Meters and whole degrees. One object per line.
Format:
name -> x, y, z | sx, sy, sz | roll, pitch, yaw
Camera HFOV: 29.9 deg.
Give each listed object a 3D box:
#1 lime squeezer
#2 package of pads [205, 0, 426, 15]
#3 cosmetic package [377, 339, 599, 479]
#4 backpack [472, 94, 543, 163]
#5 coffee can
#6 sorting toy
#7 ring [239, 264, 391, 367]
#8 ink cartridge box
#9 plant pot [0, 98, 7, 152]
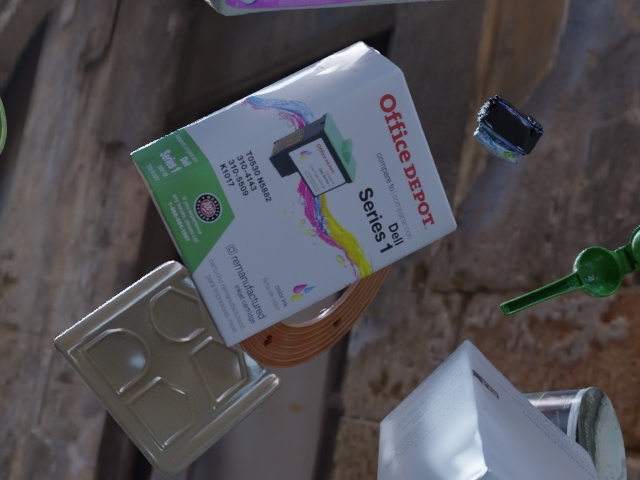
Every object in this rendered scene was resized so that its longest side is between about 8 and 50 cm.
lime squeezer -> 0.332, 0.011, 1.279 | 0.310, 0.059, 0.110 | -23, -25, 3
package of pads -> 0.022, -0.358, 1.216 | 0.296, 0.229, 0.101 | -8, 30, -15
cosmetic package -> 0.178, 0.271, 1.207 | 0.217, 0.156, 0.385 | 43, 10, -7
backpack -> 0.295, -0.177, 1.917 | 0.105, 0.084, 0.114 | 35, 12, -1
coffee can -> 0.258, 0.312, 1.652 | 0.275, 0.201, 0.201 | -10, -18, 30
sorting toy -> -0.162, 0.136, 1.550 | 0.229, 0.307, 0.041 | 47, -37, 8
ring -> 0.000, 0.000, 1.476 | 0.032, 0.336, 0.336 | 27, 2, 34
ink cartridge box -> -0.023, -0.051, 1.242 | 0.278, 0.201, 0.117 | -27, 29, -8
plant pot -> -0.244, -0.066, 0.707 | 0.079, 0.083, 0.083 | -23, -25, 27
